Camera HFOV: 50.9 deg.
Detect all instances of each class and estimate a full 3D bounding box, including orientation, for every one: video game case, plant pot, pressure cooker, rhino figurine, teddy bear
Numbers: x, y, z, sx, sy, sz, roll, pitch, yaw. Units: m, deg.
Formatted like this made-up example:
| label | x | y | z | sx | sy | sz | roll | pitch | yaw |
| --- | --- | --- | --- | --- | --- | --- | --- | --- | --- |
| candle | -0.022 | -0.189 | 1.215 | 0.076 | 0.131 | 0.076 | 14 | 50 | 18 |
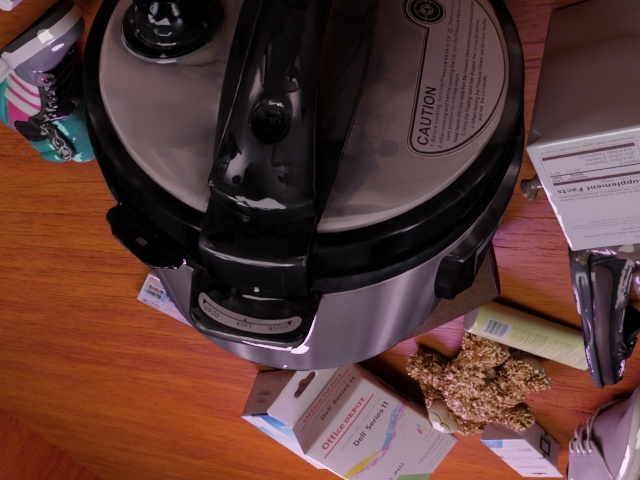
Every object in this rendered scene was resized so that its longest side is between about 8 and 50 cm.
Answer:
| label | x | y | z | sx | sy | sz | roll | pitch | yaw |
| --- | --- | --- | --- | --- | --- | --- | --- | --- | --- |
| video game case | -0.310 | 0.130 | 1.451 | 0.157 | 0.019 | 0.143 | 28 | 145 | -10 |
| plant pot | 0.130 | 0.046 | 0.957 | 0.231 | 0.215 | 0.215 | -11 | 137 | 19 |
| pressure cooker | -0.016 | -0.089 | 0.625 | 0.369 | 0.376 | 0.420 | 55 | 165 | 21 |
| rhino figurine | 0.359 | -0.009 | 0.805 | 0.243 | 0.073 | 0.106 | 48 | 138 | -6 |
| teddy bear | 0.286 | 0.282 | 1.263 | 0.245 | 0.113 | 0.338 | 34 | 144 | -15 |

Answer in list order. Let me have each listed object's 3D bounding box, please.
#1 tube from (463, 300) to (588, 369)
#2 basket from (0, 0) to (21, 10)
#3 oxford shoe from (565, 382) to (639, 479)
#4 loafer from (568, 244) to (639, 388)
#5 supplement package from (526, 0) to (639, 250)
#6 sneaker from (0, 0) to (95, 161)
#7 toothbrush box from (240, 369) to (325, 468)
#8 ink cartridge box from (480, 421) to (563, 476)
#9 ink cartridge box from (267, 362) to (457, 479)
| label | x | y | z | sx | sy | sz | roll | pitch | yaw |
| --- | --- | --- | --- | --- | --- | --- | --- | --- | --- |
| tube | 0.354 | 0.157 | 1.103 | 0.240 | 0.062 | 0.070 | 19 | -179 | -6 |
| basket | -0.377 | -0.355 | 0.725 | 0.167 | 0.113 | 0.103 | 30 | 143 | -14 |
| oxford shoe | 0.531 | 0.379 | 1.237 | 0.130 | 0.169 | 0.449 | 27 | 152 | 27 |
| loafer | 0.420 | 0.111 | 0.959 | 0.095 | 0.109 | 0.302 | -8 | 132 | 23 |
| supplement package | 0.340 | -0.122 | 0.583 | 0.262 | 0.204 | 0.145 | -7 | 137 | 35 |
| sneaker | -0.351 | -0.197 | 0.917 | 0.296 | 0.123 | 0.178 | -12 | 130 | 50 |
| toothbrush box | -0.005 | 0.433 | 1.617 | 0.216 | 0.126 | 0.295 | -15 | 134 | 41 |
| ink cartridge box | 0.440 | 0.444 | 1.449 | 0.104 | 0.060 | 0.180 | -17 | 131 | 42 |
| ink cartridge box | 0.088 | 0.393 | 1.420 | 0.353 | 0.207 | 0.119 | 36 | -178 | -21 |
